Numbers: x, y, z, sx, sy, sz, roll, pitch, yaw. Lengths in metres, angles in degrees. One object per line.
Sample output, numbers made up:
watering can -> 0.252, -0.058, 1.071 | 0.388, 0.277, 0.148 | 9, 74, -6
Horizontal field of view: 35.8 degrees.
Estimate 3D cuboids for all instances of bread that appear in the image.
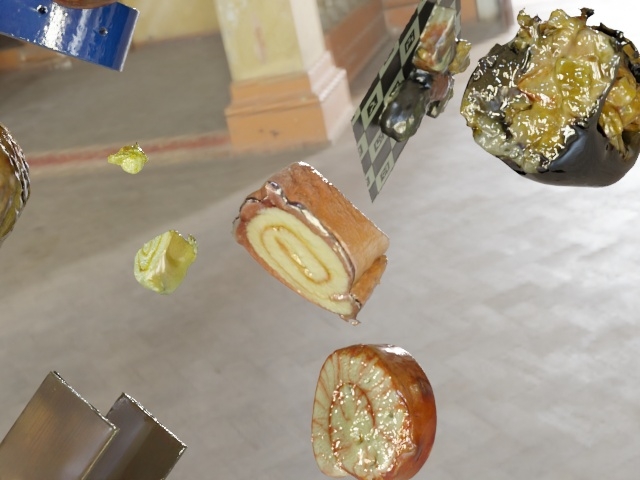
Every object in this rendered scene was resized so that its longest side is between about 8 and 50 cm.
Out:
bread -> -0.006, 0.005, 1.441 | 0.123, 0.244, 0.190 | -49, 9, -37
bread -> -0.338, 0.056, 2.151 | 0.156, 0.103, 0.110 | -35, 44, 39
bread -> 0.107, 0.366, 2.106 | 0.114, 0.295, 0.328 | 5, -8, -34

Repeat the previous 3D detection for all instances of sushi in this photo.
sushi -> 0.306, -0.173, 1.212 | 0.213, 0.200, 0.204 | 47, 27, 18
sushi -> 0.179, -0.255, 1.640 | 0.064, 0.343, 0.359 | 27, 76, 16

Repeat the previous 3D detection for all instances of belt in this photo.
belt -> -0.474, -0.376, 1.613 | 0.347, 0.117, 0.212 | 19, 7, 5

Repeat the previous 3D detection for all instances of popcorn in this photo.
popcorn -> -0.411, -0.175, 2.118 | 0.083, 0.068, 0.059 | 3, -34, -35

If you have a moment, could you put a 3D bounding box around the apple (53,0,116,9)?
apple -> -0.329, -0.430, 1.360 | 0.230, 0.230, 0.230 | -11, 22, 4

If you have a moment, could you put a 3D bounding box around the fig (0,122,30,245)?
fig -> -0.527, -0.005, 1.379 | 0.286, 0.368, 0.286 | -22, -16, -7

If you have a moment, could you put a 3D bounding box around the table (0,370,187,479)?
table -> -0.434, 0.410, 1.749 | 0.196, 0.250, 0.282 | 34, 88, 29
